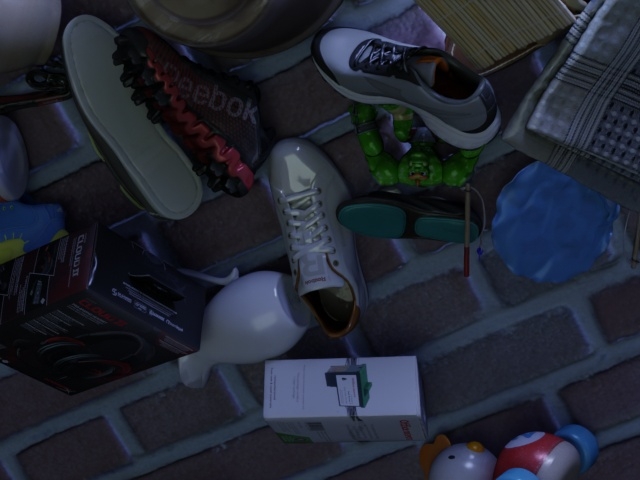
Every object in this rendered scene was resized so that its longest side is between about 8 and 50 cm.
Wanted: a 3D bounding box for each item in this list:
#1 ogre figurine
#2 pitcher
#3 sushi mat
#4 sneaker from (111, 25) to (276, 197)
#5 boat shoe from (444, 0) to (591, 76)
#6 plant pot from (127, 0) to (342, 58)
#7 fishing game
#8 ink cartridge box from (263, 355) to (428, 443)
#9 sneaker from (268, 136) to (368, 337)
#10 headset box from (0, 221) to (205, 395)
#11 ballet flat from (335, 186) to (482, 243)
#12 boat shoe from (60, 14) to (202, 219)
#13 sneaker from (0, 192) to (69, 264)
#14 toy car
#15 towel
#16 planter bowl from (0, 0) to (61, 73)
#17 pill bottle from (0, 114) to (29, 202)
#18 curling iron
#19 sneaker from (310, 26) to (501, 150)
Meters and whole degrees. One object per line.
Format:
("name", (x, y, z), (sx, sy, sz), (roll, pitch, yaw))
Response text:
("ogre figurine", (0.139, -0.129, 1.624), (0.197, 0.097, 0.118), (0, 94, -8))
("pitcher", (-0.130, 0.100, 1.743), (0.207, 0.125, 0.178), (-25, 91, 28))
("sushi mat", (0.149, -0.331, 1.425), (0.151, 0.019, 0.316), (-26, 123, 39))
("sneaker", (-0.159, -0.191, 1.612), (0.135, 0.097, 0.276), (-49, 116, -17))
("boat shoe", (0.291, -0.318, 1.507), (0.324, 0.120, 0.122), (-39, 102, 19))
("plant pot", (-0.121, -0.356, 1.463), (0.323, 0.280, 0.323), (3, 112, 8))
("fishing game", (0.316, -0.032, 1.648), (0.264, 0.041, 0.189), (-6, 112, -8))
("ink cartridge box", (0.040, 0.231, 1.737), (0.219, 0.160, 0.093), (-3, 68, 8))
("sneaker", (0.000, 0.000, 1.675), (0.106, 0.123, 0.290), (-16, 107, 16))
("headset box", (-0.318, 0.097, 1.674), (0.293, 0.110, 0.218), (-21, 142, 31))
("ballet flat", (0.122, -0.037, 1.670), (0.203, 0.074, 0.074), (7, 113, -2))
("boat shoe", (-0.272, -0.161, 1.654), (0.091, 0.109, 0.305), (-1, 122, 57))
("sneaker", (-0.459, -0.001, 1.770), (0.240, 0.091, 0.126), (-7, 80, 22))
("toy car", (0.244, 0.347, 1.769), (0.238, 0.219, 0.210), (24, 116, 29))
("towel", (0.430, -0.190, 1.518), (0.312, 0.056, 0.324), (20, 116, -28))
("planter bowl", (-0.409, -0.291, 1.606), (0.109, 0.162, 0.162), (13, 116, -26))
("pill bottle", (-0.537, -0.102, 1.705), (0.221, 0.124, 0.124), (-7, 111, 10))
("curling iron", (-0.469, -0.202, 1.703), (0.274, 0.035, 0.068), (-13, 105, 12))
("sneaker", (0.109, -0.218, 1.544), (0.271, 0.100, 0.108), (26, 158, 19))
